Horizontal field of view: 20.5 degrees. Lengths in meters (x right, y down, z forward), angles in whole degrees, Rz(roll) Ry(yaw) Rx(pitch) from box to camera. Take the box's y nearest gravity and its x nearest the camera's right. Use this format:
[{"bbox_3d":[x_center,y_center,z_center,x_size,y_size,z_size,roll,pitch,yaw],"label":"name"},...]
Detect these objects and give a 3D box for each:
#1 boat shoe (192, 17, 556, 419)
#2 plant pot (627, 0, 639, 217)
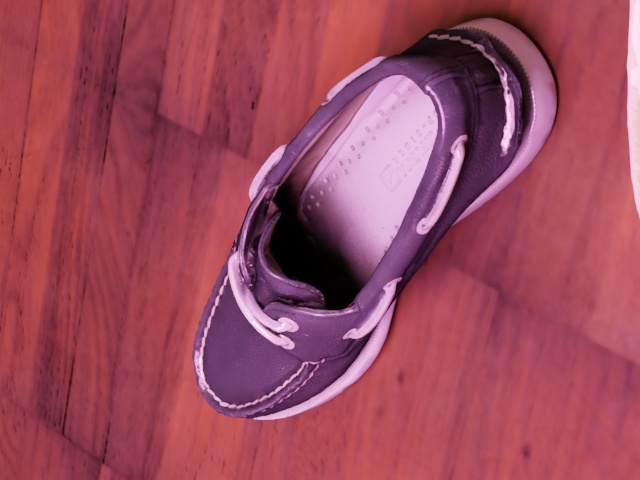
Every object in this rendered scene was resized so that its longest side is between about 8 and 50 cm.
[{"bbox_3d":[0.000,0.000,0.928,0.114,0.091,0.302,48,128,18],"label":"boat shoe"},{"bbox_3d":[0.267,-0.099,0.589,0.253,0.276,0.276,11,111,24],"label":"plant pot"}]
